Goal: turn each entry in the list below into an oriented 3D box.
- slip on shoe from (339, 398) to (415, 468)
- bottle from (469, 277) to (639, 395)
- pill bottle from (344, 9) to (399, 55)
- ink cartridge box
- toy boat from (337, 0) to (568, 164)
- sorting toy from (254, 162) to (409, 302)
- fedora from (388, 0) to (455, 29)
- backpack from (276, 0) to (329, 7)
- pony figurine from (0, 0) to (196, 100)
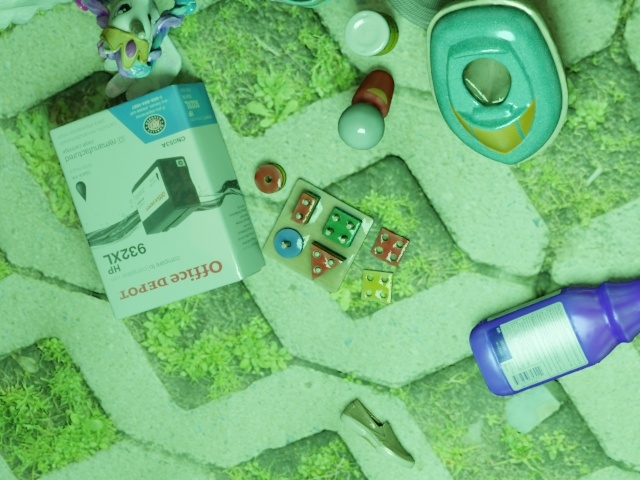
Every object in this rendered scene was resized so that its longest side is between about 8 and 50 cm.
[{"bbox_3d":[0.094,0.297,1.880,0.135,0.051,0.041,37,93,12],"label":"slip on shoe"},{"bbox_3d":[0.360,0.128,1.761,0.283,0.092,0.118,-24,93,16],"label":"bottle"},{"bbox_3d":[0.077,-0.296,1.755,0.065,0.116,0.065,2,99,13],"label":"pill bottle"},{"bbox_3d":[-0.245,-0.060,1.865,0.223,0.129,0.307,-18,94,15],"label":"ink cartridge box"},{"bbox_3d":[0.182,-0.199,1.705,0.318,0.148,0.267,-7,127,26],"label":"toy boat"},{"bbox_3d":[0.000,0.000,1.857,0.274,0.046,0.132,30,104,8],"label":"sorting toy"},{"bbox_3d":[0.187,-0.407,1.688,0.275,0.124,0.243,-22,100,21],"label":"fedora"},{"bbox_3d":[-0.042,-0.421,1.751,0.188,0.144,0.166,28,97,15],"label":"backpack"},{"bbox_3d":[-0.293,-0.374,1.749,0.303,0.351,0.363,19,72,-29],"label":"pony figurine"}]
